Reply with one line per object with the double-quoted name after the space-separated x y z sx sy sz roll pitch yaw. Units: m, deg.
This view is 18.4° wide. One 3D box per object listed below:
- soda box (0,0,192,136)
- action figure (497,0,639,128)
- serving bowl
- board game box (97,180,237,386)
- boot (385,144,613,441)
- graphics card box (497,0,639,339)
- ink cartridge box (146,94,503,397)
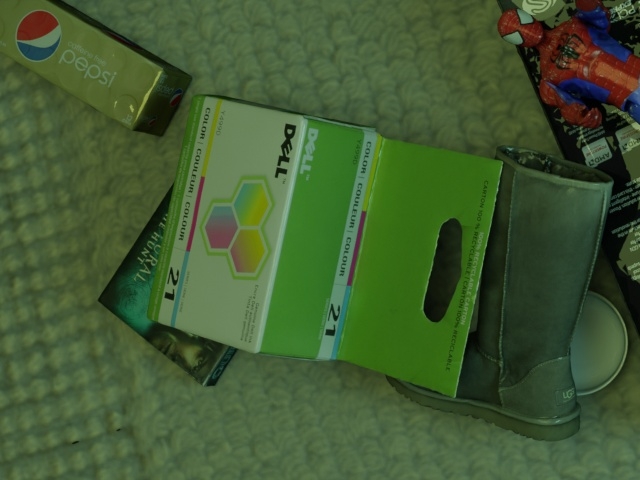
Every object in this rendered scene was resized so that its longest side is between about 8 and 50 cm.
-0.204 -0.158 1.693 0.181 0.058 0.061 31 99 21 "soda box"
0.234 -0.103 1.378 0.280 0.139 0.091 29 97 23 "action figure"
0.201 0.079 1.535 0.083 0.027 0.083 -1 87 22 "serving bowl"
-0.090 0.012 1.655 0.126 0.026 0.186 37 101 20 "board game box"
0.132 0.031 1.495 0.189 0.076 0.209 13 116 34 "boot"
0.305 -0.067 1.467 0.232 0.094 0.371 -26 79 19 "graphics card box"
0.000 0.000 1.508 0.255 0.097 0.189 14 94 45 "ink cartridge box"
